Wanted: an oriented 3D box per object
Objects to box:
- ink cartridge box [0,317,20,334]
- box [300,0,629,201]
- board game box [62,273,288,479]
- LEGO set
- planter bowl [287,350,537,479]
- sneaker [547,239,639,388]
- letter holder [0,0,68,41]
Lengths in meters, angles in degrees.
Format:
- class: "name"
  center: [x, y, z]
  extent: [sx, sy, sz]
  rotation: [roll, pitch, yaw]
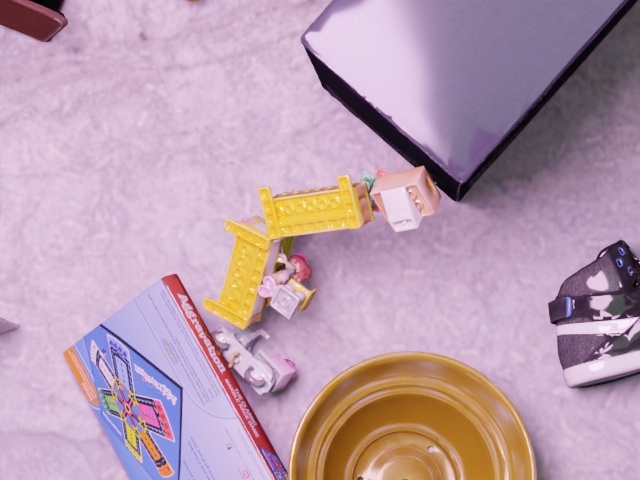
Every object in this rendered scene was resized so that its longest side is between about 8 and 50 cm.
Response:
- class: "ink cartridge box"
  center: [-0.469, 0.070, 1.725]
  extent: [0.353, 0.207, 0.119]
  rotation: [-17, 81, 2]
- class: "box"
  center: [0.166, -0.221, 1.638]
  extent: [0.179, 0.312, 0.343]
  rotation: [42, 90, 2]
- class: "board game box"
  center: [-0.116, 0.187, 1.731]
  extent: [0.145, 0.027, 0.281]
  rotation: [-35, 78, 29]
- class: "LEGO set"
  center: [0.000, 0.000, 1.702]
  extent: [0.132, 0.107, 0.287]
  rotation: [47, 122, 10]
- class: "planter bowl"
  center: [0.079, 0.213, 1.705]
  extent: [0.217, 0.090, 0.217]
  rotation: [0, 76, -1]
- class: "sneaker"
  center: [0.311, 0.050, 1.720]
  extent: [0.217, 0.079, 0.121]
  rotation: [-14, 79, 3]
- class: "letter holder"
  center: [-0.343, -0.313, 1.720]
  extent: [0.302, 0.214, 0.152]
  rotation: [21, 83, -16]
